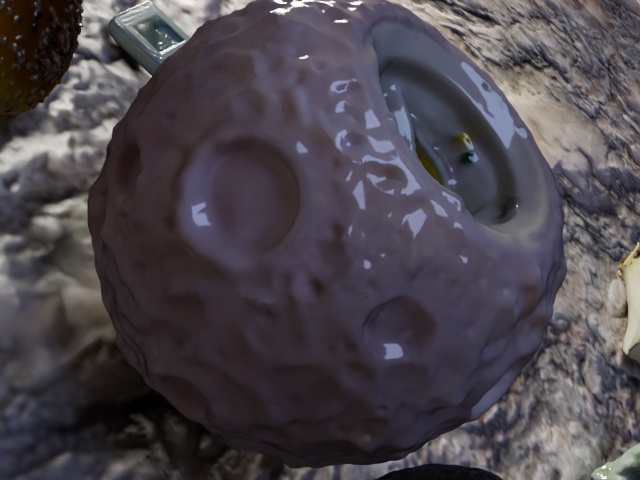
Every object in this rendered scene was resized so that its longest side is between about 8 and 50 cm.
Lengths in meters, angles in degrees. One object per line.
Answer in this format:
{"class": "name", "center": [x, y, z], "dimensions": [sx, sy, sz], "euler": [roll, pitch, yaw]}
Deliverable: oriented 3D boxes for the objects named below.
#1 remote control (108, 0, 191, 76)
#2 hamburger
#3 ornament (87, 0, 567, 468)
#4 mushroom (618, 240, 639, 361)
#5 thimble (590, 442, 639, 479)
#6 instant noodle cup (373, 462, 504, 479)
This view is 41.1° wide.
{"class": "remote control", "center": [-0.091, -0.114, 0.657], "dimensions": [0.162, 0.029, 0.061], "euler": [43, 32, -5]}
{"class": "hamburger", "center": [-0.181, -0.131, 0.482], "dimensions": [0.081, 0.141, 0.126], "euler": [19, 34, 2]}
{"class": "ornament", "center": [0.000, 0.000, 0.480], "dimensions": [0.259, 0.225, 0.259], "euler": [31, 40, -30]}
{"class": "mushroom", "center": [0.397, 0.076, 1.029], "dimensions": [0.071, 0.084, 0.209], "euler": [28, 38, 2]}
{"class": "thimble", "center": [0.346, 0.242, 0.725], "dimensions": [0.211, 0.185, 0.149], "euler": [31, 17, 36]}
{"class": "instant noodle cup", "center": [0.080, 0.244, 0.377], "dimensions": [0.207, 0.217, 0.217], "euler": [44, 33, -24]}
